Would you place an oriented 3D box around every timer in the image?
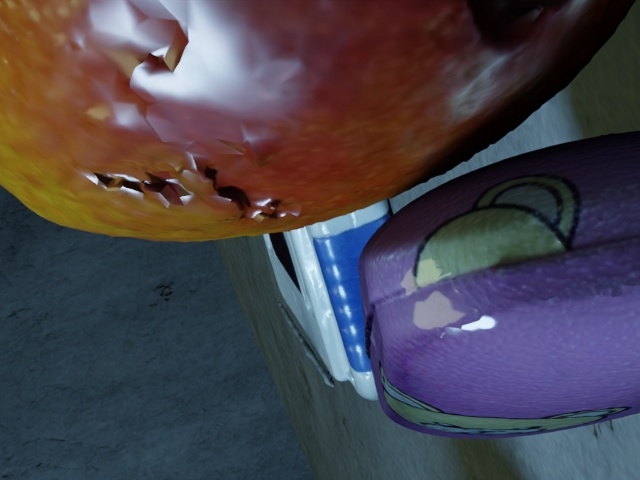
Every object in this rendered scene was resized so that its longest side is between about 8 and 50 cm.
[{"bbox_3d":[0.000,0.000,1.412,0.253,0.078,0.178,-125,17,-67],"label":"timer"}]

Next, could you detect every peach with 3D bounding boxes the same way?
[{"bbox_3d":[-0.019,-0.119,0.514,0.281,0.238,0.281,-35,44,44],"label":"peach"}]

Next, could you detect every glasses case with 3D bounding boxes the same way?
[{"bbox_3d":[0.074,0.020,0.588,0.316,0.123,0.075,81,178,-83],"label":"glasses case"}]
